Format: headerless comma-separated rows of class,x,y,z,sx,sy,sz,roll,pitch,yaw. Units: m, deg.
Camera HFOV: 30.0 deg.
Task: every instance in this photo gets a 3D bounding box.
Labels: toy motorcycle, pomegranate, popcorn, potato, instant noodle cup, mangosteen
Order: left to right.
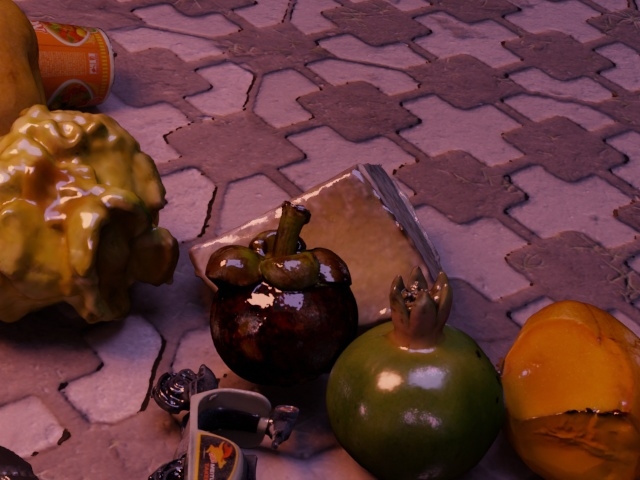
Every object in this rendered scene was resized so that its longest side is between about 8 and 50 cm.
instant noodle cup,-0.403,-0.247,1.718,0.185,0.168,0.168,-8,39,-35
popcorn,-0.297,-0.021,1.368,0.270,0.224,0.257,6,53,-20
toy motorcycle,-0.097,0.221,1.191,0.157,0.091,0.263,8,35,-9
mangosteen,-0.048,0.070,1.292,0.172,0.184,0.172,-32,17,11
potato,0.006,0.037,1.469,0.264,0.189,0.211,-26,-2,6
pomegranate,0.100,0.139,1.232,0.187,0.225,0.187,-1,25,1

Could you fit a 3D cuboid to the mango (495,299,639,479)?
mango,0.295,0.159,1.331,0.187,0.138,0.257,7,31,16

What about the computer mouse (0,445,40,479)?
computer mouse,-0.320,0.241,1.130,0.192,0.062,0.106,32,41,26

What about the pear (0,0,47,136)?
pear,-0.491,-0.177,1.470,0.314,0.314,0.314,6,36,-5
